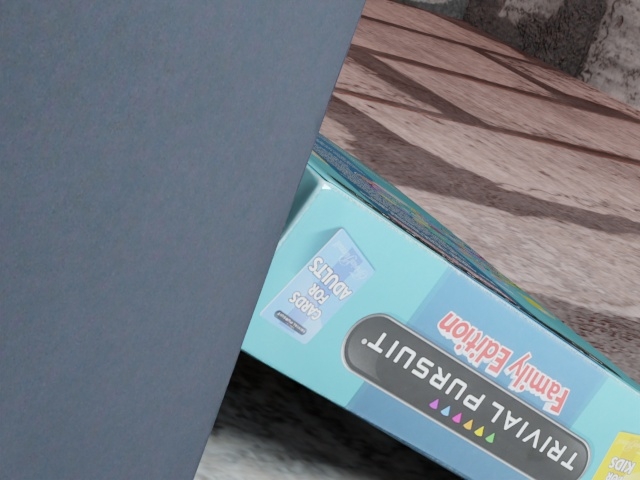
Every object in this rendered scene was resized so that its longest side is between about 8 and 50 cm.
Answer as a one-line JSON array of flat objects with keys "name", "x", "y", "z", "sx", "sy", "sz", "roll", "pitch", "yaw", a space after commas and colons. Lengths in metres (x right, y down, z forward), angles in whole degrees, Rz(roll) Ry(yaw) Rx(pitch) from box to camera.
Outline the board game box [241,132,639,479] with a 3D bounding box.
[{"name": "board game box", "x": 0.000, "y": 0.000, "z": 0.822, "sx": 0.254, "sy": 0.079, "sz": 0.336, "roll": 33, "pitch": 6, "yaw": -33}]

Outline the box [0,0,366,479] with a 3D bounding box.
[{"name": "box", "x": -0.166, "y": -0.056, "z": 0.532, "sx": 0.294, "sy": 0.296, "sz": 0.182, "roll": 29, "pitch": 17, "yaw": 30}]
